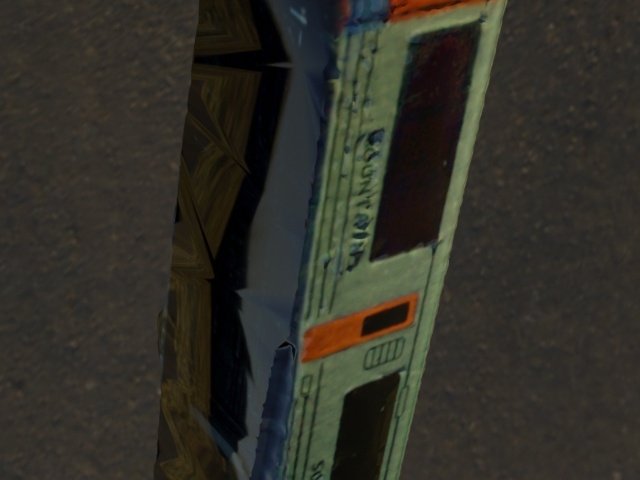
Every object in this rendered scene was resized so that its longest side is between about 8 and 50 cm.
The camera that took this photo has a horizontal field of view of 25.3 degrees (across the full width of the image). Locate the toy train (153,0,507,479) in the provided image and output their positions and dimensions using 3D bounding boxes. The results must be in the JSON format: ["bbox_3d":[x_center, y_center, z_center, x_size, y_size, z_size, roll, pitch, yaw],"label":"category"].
[{"bbox_3d":[0.000,0.000,0.519,0.086,0.089,0.409,47,141,39],"label":"toy train"}]
